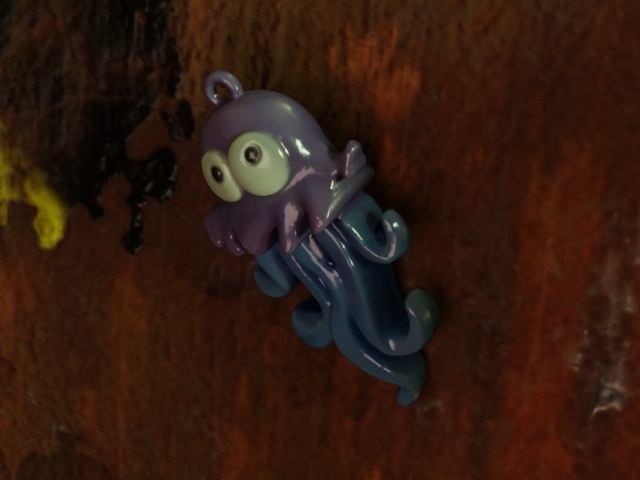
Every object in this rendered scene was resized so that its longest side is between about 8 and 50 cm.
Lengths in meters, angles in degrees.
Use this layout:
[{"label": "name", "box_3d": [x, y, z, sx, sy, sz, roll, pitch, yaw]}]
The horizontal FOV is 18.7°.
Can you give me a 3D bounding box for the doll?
[{"label": "doll", "box_3d": [0.000, 0.000, 0.989, 0.110, 0.067, 0.206, -23, 108, 39]}]
